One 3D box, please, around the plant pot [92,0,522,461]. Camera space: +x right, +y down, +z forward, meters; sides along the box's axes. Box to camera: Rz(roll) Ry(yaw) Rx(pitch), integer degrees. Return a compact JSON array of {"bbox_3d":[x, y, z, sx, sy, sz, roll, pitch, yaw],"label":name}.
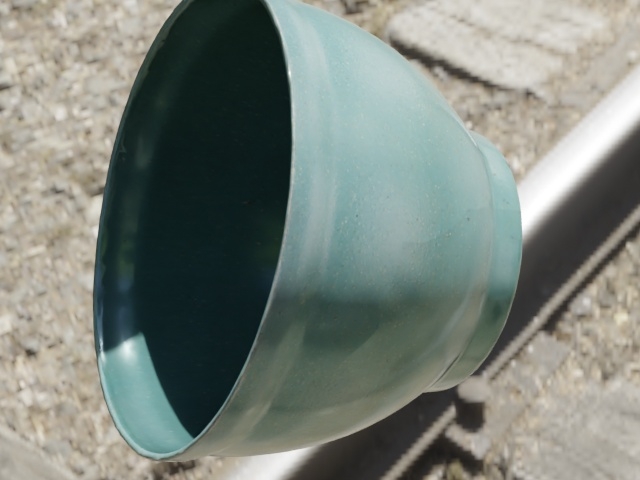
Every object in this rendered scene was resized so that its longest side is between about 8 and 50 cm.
[{"bbox_3d":[0.000,0.000,0.955,0.196,0.293,0.293,10,40,-28],"label":"plant pot"}]
